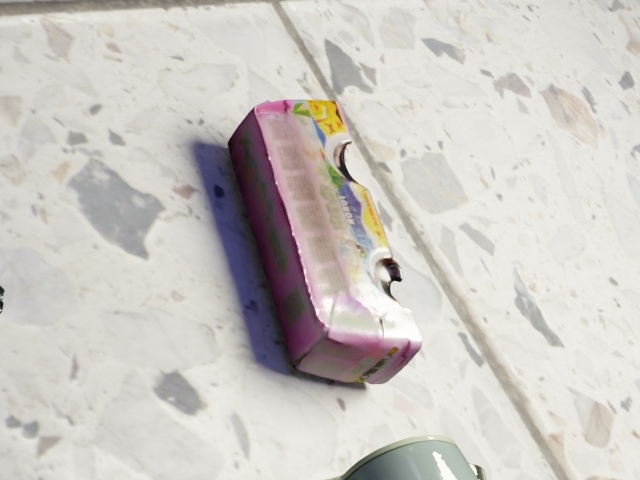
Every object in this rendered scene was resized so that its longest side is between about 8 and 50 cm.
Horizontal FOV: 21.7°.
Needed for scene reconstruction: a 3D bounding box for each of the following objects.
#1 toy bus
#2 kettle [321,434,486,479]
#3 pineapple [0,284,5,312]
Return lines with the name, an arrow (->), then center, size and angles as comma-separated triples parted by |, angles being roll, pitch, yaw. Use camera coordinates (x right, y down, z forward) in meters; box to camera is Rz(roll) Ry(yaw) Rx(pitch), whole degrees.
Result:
toy bus -> 0.000, 0.000, 1.539 | 0.112, 0.090, 0.274 | 3, 55, -33
kettle -> 0.076, 0.290, 1.331 | 0.210, 0.160, 0.243 | -14, 55, -17
pineapple -> -0.306, 0.004, 1.280 | 0.159, 0.074, 0.074 | 54, 38, -3
